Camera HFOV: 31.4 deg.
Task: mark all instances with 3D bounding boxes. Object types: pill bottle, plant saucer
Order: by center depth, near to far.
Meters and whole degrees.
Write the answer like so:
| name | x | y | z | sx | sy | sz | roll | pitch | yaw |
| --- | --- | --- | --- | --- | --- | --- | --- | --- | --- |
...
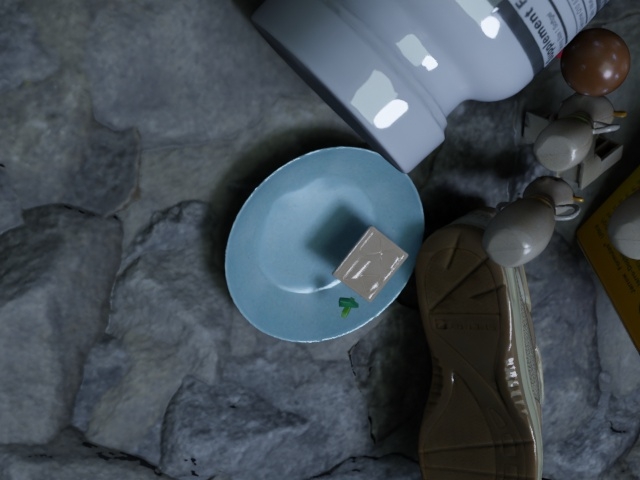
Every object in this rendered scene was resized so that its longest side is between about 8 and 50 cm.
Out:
| name | x | y | z | sx | sy | sz | roll | pitch | yaw |
| --- | --- | --- | --- | --- | --- | --- | --- | --- | --- |
| pill bottle | 0.131 | -0.240 | 0.865 | 0.363 | 0.210 | 0.210 | -45 | 125 | 3 |
| plant saucer | 0.000 | 0.000 | 1.031 | 0.195 | 0.037 | 0.195 | -11 | 119 | -21 |

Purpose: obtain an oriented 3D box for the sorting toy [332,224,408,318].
| name | x | y | z | sx | sy | sz | roll | pitch | yaw |
| --- | --- | --- | --- | --- | --- | --- | --- | --- | --- |
| sorting toy | 0.036 | 0.031 | 1.033 | 0.083 | 0.012 | 0.062 | -51 | 129 | 2 |

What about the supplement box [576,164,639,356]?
| name | x | y | z | sx | sy | sz | roll | pitch | yaw |
| --- | --- | --- | --- | --- | --- | --- | --- | --- | --- |
| supplement box | 0.451 | -0.036 | 1.067 | 0.194 | 0.195 | 0.356 | 16 | 128 | -31 |

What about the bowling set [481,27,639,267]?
| name | x | y | z | sx | sy | sz | roll | pitch | yaw |
| --- | --- | --- | --- | --- | --- | --- | --- | --- | --- |
| bowling set | 0.270 | -0.089 | 0.944 | 0.154 | 0.287 | 0.200 | -40 | 126 | -55 |

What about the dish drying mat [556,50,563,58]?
| name | x | y | z | sx | sy | sz | roll | pitch | yaw |
| --- | --- | --- | --- | --- | --- | --- | --- | --- | --- |
| dish drying mat | 0.194 | -0.188 | 1.043 | 0.083 | 0.008 | 0.032 | 4 | 114 | -28 |

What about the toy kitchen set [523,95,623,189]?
| name | x | y | z | sx | sy | sz | roll | pitch | yaw |
| --- | --- | --- | --- | --- | --- | --- | --- | --- | --- |
| toy kitchen set | 0.244 | -0.109 | 1.088 | 0.075 | 0.068 | 0.083 | -34 | 138 | -35 |

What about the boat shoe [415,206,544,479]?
| name | x | y | z | sx | sy | sz | roll | pitch | yaw |
| --- | --- | --- | --- | --- | --- | --- | --- | --- | --- |
| boat shoe | 0.166 | 0.138 | 1.104 | 0.110 | 0.121 | 0.341 | -33 | 124 | -58 |

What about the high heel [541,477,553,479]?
| name | x | y | z | sx | sy | sz | roll | pitch | yaw |
| --- | --- | --- | --- | --- | --- | --- | --- | --- | --- |
| high heel | 0.125 | 0.396 | 1.192 | 0.127 | 0.181 | 0.377 | 34 | 93 | -26 |
